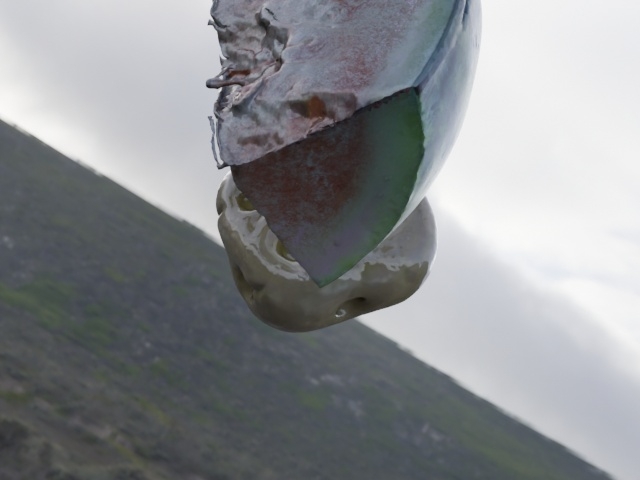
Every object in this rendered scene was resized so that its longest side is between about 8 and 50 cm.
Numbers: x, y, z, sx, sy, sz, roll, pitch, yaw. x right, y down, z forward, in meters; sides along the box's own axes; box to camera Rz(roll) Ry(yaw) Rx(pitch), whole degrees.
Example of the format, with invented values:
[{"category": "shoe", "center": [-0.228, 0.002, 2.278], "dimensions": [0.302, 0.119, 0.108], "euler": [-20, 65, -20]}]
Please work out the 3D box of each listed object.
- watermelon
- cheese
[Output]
[{"category": "watermelon", "center": [0.002, -0.136, 0.764], "dimensions": [0.180, 0.305, 0.224], "euler": [12, -48, -23]}, {"category": "cheese", "center": [0.000, 0.000, 1.201], "dimensions": [0.235, 0.218, 0.117], "euler": [22, -36, 24]}]
